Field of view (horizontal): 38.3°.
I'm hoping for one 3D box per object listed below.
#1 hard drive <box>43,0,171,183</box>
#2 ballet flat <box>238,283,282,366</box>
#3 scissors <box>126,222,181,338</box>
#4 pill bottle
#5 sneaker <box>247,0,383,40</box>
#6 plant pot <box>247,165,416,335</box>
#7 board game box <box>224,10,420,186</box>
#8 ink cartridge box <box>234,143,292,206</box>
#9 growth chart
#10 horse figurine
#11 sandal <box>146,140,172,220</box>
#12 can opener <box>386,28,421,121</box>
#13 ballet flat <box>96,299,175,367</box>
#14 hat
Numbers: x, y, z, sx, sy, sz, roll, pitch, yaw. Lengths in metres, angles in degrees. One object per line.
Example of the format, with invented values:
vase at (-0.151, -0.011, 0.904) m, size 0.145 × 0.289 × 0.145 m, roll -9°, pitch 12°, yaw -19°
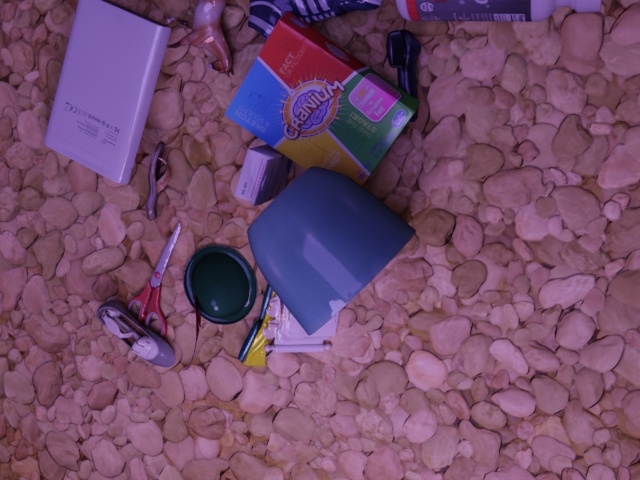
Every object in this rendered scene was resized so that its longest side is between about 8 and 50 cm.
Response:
hard drive at (-0.469, -0.332, 2.005) m, size 0.233 × 0.047 × 0.353 m, roll 27°, pitch 109°, yaw 22°
ballet flat at (-0.108, 0.179, 2.012) m, size 0.077 × 0.077 × 0.231 m, roll 19°, pitch 109°, yaw -10°
scissors at (-0.384, 0.091, 2.096) m, size 0.108 × 0.021 × 0.297 m, roll 15°, pitch 106°, yaw 16°
pill bottle at (0.326, -0.505, 1.672) m, size 0.362 × 0.210 × 0.210 m, roll 4°, pitch 101°, yaw 16°
sneaker at (-0.018, -0.454, 1.842) m, size 0.282 × 0.099 × 0.153 m, roll 16°, pitch 103°, yaw 18°
plant pot at (0.000, 0.000, 1.791) m, size 0.235 × 0.293 × 0.293 m, roll 45°, pitch 109°, yaw -1°
board game box at (0.000, -0.263, 1.837) m, size 0.316 × 0.064 × 0.242 m, roll 33°, pitch 121°, yaw -3°
ink cartridge box at (-0.119, -0.137, 1.889) m, size 0.060 × 0.180 × 0.104 m, roll 21°, pitch 105°, yaw 12°
growth chart at (-0.029, 0.136, 1.960) m, size 0.171 × 0.021 × 0.237 m, roll 9°, pitch 106°, yaw -16°
horse figurine at (-0.252, -0.487, 1.924) m, size 0.174 × 0.066 × 0.264 m, roll 16°, pitch 108°, yaw 21°
sandal at (-0.351, -0.129, 2.023) m, size 0.049 × 0.072 × 0.180 m, roll 8°, pitch 105°, yaw -1°
can opener at (0.169, -0.328, 1.836) m, size 0.073 × 0.059 × 0.186 m, roll -11°, pitch 109°, yaw -9°
ballet flat at (-0.424, 0.221, 2.089) m, size 0.213 × 0.068 × 0.072 m, roll 41°, pitch 109°, yaw 5°
hat at (-0.242, 0.127, 1.974) m, size 0.173 × 0.183 × 0.209 m, roll -29°, pitch 91°, yaw 19°
